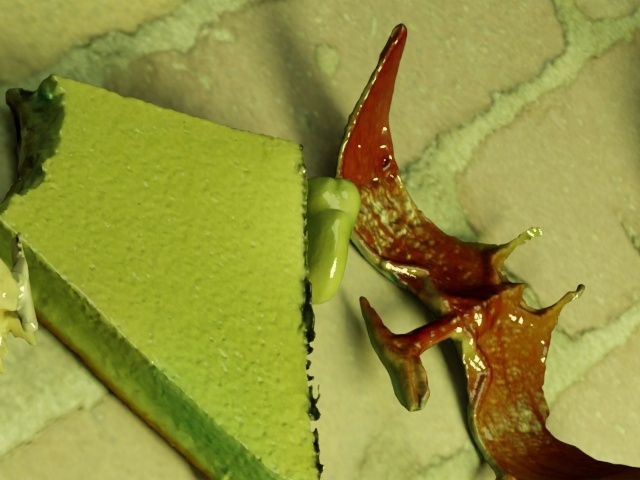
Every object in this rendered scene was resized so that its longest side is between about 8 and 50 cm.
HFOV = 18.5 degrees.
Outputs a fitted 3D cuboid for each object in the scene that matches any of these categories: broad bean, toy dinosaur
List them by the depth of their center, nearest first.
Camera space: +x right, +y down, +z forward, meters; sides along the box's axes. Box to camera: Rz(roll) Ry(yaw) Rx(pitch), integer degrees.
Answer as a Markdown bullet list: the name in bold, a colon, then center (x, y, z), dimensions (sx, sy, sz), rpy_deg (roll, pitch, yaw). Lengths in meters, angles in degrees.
- **broad bean**: center (0.000, 0.000, 1.254), dimensions (0.045, 0.063, 0.083), rpy_deg (12, 80, -20)
- **toy dinosaur**: center (0.116, 0.022, 1.303), dimensions (0.207, 0.113, 0.327), rpy_deg (7, 56, -35)

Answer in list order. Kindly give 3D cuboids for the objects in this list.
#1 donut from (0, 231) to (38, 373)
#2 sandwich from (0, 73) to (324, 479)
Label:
- **donut**: center (-0.303, 0.104, 0.883), dimensions (0.307, 0.150, 0.371), rpy_deg (27, 48, -22)
- **sandwich**: center (-0.108, 0.029, 1.159), dimensions (0.212, 0.063, 0.245), rpy_deg (15, 53, -26)
